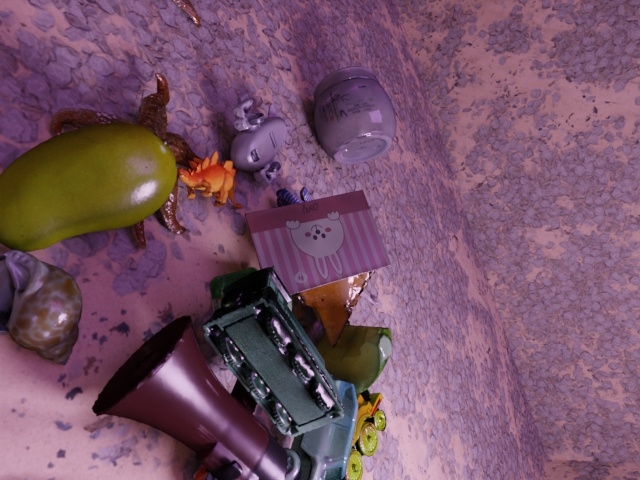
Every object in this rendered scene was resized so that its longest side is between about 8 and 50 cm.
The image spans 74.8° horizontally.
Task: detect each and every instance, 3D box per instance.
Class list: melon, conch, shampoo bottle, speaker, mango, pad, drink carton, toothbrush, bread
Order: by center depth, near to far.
[{"bbox_3d":[-0.419,0.093,0.620,0.173,0.106,0.116,41,65,-12],"label":"conch"},{"bbox_3d":[-0.378,-0.090,0.682,0.293,0.143,0.175,-32,98,-25],"label":"mango"},{"bbox_3d":[-0.206,0.294,0.758,0.198,0.259,0.330,-41,113,-6],"label":"speaker"},{"bbox_3d":[0.000,0.000,0.937,0.299,0.005,0.203,-13,74,-22],"label":"pad"},{"bbox_3d":[-0.146,0.147,0.947,0.142,0.145,0.144,18,61,-59],"label":"drink carton"},{"bbox_3d":[0.093,0.283,1.039,0.124,0.323,0.196,33,65,-16],"label":"melon"},{"bbox_3d":[-0.052,0.093,1.063,0.314,0.248,0.280,16,97,-9],"label":"bread"},{"bbox_3d":[0.143,0.177,1.384,0.307,0.025,0.030,37,39,-54],"label":"toothbrush"},{"bbox_3d":[0.112,-0.421,1.430,0.272,0.272,0.267,4,66,-53],"label":"shampoo bottle"}]

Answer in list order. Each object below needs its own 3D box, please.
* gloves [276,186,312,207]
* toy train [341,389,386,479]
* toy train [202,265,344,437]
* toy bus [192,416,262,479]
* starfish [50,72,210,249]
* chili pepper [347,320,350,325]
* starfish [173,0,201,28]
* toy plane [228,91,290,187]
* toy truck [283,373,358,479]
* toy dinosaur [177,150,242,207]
[{"bbox_3d":[-0.048,-0.067,1.196,0.119,0.097,0.229,-49,125,-10],"label":"gloves"},{"bbox_3d":[0.082,0.510,1.127,0.296,0.100,0.161,-39,106,-54],"label":"toy train"},{"bbox_3d":[-0.074,0.201,0.774,0.331,0.138,0.178,61,10,-25],"label":"toy train"},{"bbox_3d":[-0.175,0.433,0.822,0.174,0.077,0.079,-35,104,-54],"label":"toy bus"},{"bbox_3d":[-0.349,-0.177,0.841,0.327,0.094,0.376,33,55,-45],"label":"starfish"},{"bbox_3d":[0.045,0.181,1.257,0.097,0.060,0.225,9,70,-52],"label":"chili pepper"},{"bbox_3d":[-0.394,-0.694,1.048,0.295,0.047,0.232,33,60,-40],"label":"starfish"},{"bbox_3d":[-0.164,-0.268,1.118,0.252,0.118,0.253,0,90,-66],"label":"toy plane"},{"bbox_3d":[-0.010,0.448,0.935,0.155,0.155,0.279,89,16,-45],"label":"toy truck"},{"bbox_3d":[-0.234,-0.139,0.939,0.288,0.070,0.117,12,77,-73],"label":"toy dinosaur"}]
